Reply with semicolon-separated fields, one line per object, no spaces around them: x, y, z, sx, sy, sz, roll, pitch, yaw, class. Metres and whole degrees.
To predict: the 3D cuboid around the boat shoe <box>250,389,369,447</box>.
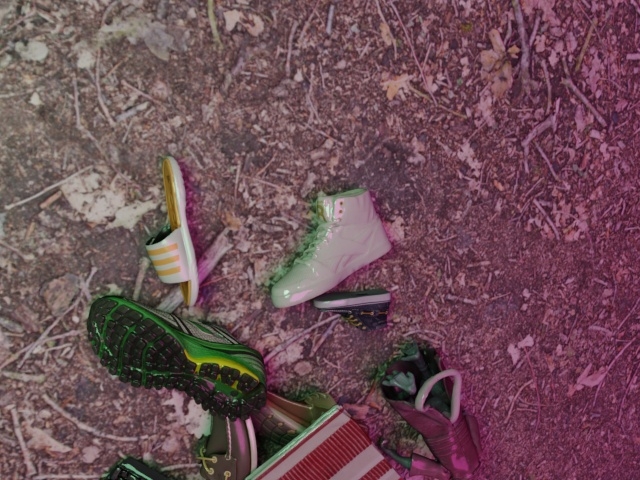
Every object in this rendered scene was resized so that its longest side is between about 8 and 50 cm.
-0.019;0.375;1.217;0.324;0.123;0.116;39;50;-29;boat shoe

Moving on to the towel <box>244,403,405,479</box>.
0.030;0.497;1.169;0.237;0.037;0.329;-39;115;-6;towel

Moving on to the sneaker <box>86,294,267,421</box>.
-0.254;0.199;1.058;0.343;0.146;0.134;32;107;-14;sneaker

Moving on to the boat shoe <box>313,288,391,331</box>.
0.070;0.153;1.238;0.183;0.065;0.083;-2;99;-28;boat shoe

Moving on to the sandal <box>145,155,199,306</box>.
-0.270;-0.011;1.024;0.076;0.102;0.265;-10;95;-24;sandal

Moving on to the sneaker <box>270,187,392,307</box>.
0.000;0.000;1.160;0.292;0.108;0.169;-31;110;-29;sneaker

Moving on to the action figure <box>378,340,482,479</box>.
0.285;0.409;1.292;0.248;0.276;0.370;-30;97;-26;action figure

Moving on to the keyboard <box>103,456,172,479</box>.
-0.281;0.555;1.062;0.317;0.033;0.201;30;75;1;keyboard

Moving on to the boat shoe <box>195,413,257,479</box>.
-0.186;0.442;1.135;0.097;0.116;0.324;-9;109;-28;boat shoe
